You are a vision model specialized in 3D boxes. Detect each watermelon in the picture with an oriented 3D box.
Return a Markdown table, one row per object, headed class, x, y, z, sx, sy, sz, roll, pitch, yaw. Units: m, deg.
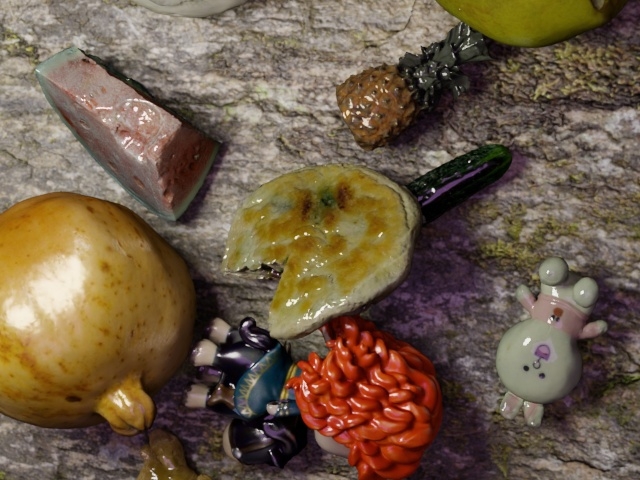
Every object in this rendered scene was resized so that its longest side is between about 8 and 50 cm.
| class | x | y | z | sx | sy | sz | roll | pitch | yaw |
| --- | --- | --- | --- | --- | --- | --- | --- | --- | --- |
| watermelon | -0.285 | -0.188 | 1.791 | 0.148 | 0.226 | 0.318 | -47 | 107 | -16 |

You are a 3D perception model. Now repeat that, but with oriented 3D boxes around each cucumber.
| class | x | y | z | sx | sy | sz | roll | pitch | yaw |
| --- | --- | --- | --- | --- | --- | --- | --- | --- | --- |
| cucumber | 0.192 | -0.081 | 1.818 | 0.241 | 0.074 | 0.074 | -32 | 94 | 7 |

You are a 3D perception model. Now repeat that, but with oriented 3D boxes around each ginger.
| class | x | y | z | sx | sy | sz | roll | pitch | yaw |
| --- | --- | --- | --- | --- | --- | --- | --- | --- | --- |
| ginger | -0.238 | 0.419 | 1.935 | 0.205 | 0.081 | 0.115 | 45 | 69 | 7 |

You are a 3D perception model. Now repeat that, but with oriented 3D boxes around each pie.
| class | x | y | z | sx | sy | sz | roll | pitch | yaw |
| --- | --- | --- | --- | --- | --- | --- | --- | --- | --- |
| pie | 0.000 | 0.000 | 1.762 | 0.337 | 0.338 | 0.075 | -24 | 137 | 9 |

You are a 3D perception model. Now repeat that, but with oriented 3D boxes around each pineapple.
| class | x | y | z | sx | sy | sz | roll | pitch | yaw |
| --- | --- | --- | --- | --- | --- | --- | --- | --- | --- |
| pineapple | 0.147 | -0.241 | 1.776 | 0.248 | 0.128 | 0.128 | -30 | 94 | 6 |

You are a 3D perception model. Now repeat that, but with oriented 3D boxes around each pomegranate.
| class | x | y | z | sx | sy | sz | roll | pitch | yaw |
| --- | --- | --- | --- | --- | --- | --- | --- | --- | --- |
| pomegranate | -0.366 | 0.129 | 1.746 | 0.410 | 0.410 | 0.410 | 1 | 98 | 6 |

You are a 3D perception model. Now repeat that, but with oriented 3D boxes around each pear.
| class | x | y | z | sx | sy | sz | roll | pitch | yaw |
| --- | --- | --- | --- | --- | --- | --- | --- | --- | --- |
| pear | 0.297 | -0.413 | 1.671 | 0.321 | 0.269 | 0.269 | 17 | 100 | 22 |

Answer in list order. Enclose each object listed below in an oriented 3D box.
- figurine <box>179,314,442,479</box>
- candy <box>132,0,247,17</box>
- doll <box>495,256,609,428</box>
| class | x | y | z | sx | sy | sz | roll | pitch | yaw |
| --- | --- | --- | --- | --- | --- | --- | --- | --- | --- |
| figurine | -0.020 | 0.246 | 1.819 | 0.411 | 0.241 | 0.306 | -8 | 105 | 18 |
| candy | -0.209 | -0.475 | 1.749 | 0.295 | 0.185 | 0.296 | -2 | 103 | -9 |
| doll | 0.363 | 0.157 | 1.819 | 0.154 | 0.113 | 0.275 | 20 | 107 | 12 |
